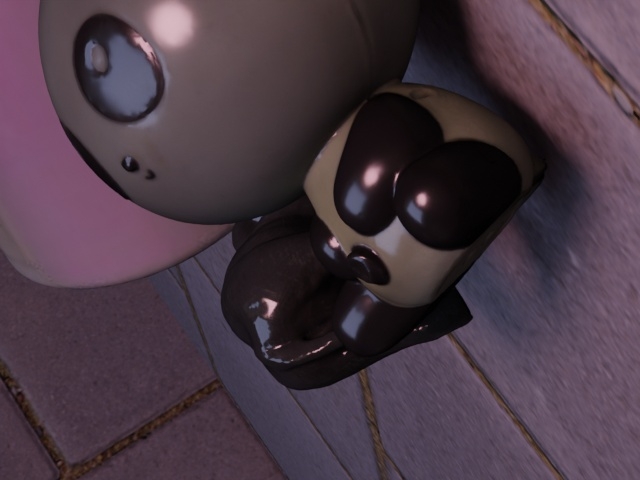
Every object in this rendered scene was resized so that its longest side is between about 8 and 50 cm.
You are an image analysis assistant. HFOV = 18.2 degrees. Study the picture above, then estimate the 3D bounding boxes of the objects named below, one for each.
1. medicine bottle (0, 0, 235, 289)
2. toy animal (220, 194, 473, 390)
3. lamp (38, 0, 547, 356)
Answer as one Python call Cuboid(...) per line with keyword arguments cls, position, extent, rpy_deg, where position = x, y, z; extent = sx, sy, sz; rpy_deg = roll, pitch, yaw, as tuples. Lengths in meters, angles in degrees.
Cuboid(cls="medicine bottle", position=(-0.182, -0.176, 1.238), extent=(0.219, 0.219, 0.388), rpy_deg=(42, 162, 57))
Cuboid(cls="toy animal", position=(0.008, -0.006, 1.075), extent=(0.082, 0.137, 0.269), rpy_deg=(59, -173, -21))
Cuboid(cls="lamp", position=(-0.019, -0.074, 0.909), extent=(0.244, 0.197, 0.198), rpy_deg=(46, 167, 11))
